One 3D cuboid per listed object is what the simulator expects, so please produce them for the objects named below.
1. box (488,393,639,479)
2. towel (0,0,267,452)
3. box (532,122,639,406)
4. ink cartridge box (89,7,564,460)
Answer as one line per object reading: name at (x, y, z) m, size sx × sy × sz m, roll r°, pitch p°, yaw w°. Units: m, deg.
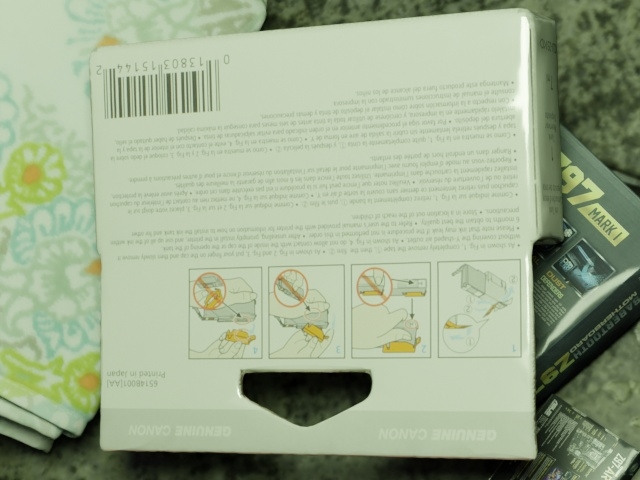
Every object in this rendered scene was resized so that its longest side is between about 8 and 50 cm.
box at (0.144, 0.144, 1.013) m, size 0.067 × 0.018 × 0.083 m, roll 33°, pitch 83°, yaw 30°
towel at (-0.234, -0.081, 1.111) m, size 0.090 × 0.320 × 0.374 m, roll -1°, pitch 64°, yaw 57°
box at (0.091, -0.007, 1.078) m, size 0.183 × 0.059 × 0.232 m, roll -43°, pitch 59°, yaw 1°
ink cartridge box at (0.000, 0.000, 1.041) m, size 0.296 × 0.066 × 0.261 m, roll -2°, pitch 89°, yaw 24°
